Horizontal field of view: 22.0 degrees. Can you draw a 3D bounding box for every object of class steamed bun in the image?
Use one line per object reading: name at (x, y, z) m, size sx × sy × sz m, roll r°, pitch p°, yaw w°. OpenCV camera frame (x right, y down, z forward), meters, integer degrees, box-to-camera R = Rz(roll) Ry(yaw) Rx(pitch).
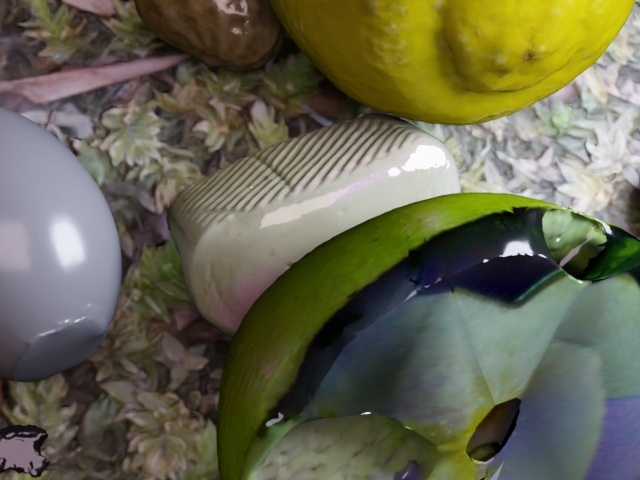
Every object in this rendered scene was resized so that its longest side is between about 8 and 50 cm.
steamed bun at (0.000, 0.000, 1.334) m, size 0.238 × 0.170 × 0.153 m, roll -20°, pitch 111°, yaw -10°

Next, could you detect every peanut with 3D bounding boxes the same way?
peanut at (-0.123, -0.233, 1.419) m, size 0.108 × 0.095 × 0.226 m, roll -40°, pitch 81°, yaw -15°

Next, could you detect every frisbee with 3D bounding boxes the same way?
frisbee at (-0.309, 0.171, 1.303) m, size 0.187 × 0.012 × 0.211 m, roll -9°, pitch 73°, yaw -12°

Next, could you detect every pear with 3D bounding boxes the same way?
pear at (0.082, 0.109, 1.247) m, size 0.399 × 0.399 × 0.165 m, roll -24°, pitch 44°, yaw -15°

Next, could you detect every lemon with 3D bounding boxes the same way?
lemon at (0.101, -0.264, 1.342) m, size 0.348 × 0.348 × 0.348 m, roll 3°, pitch 72°, yaw -8°

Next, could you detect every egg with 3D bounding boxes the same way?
egg at (-0.252, -0.005, 1.282) m, size 0.176 × 0.176 × 0.232 m, roll -22°, pitch 73°, yaw -15°
